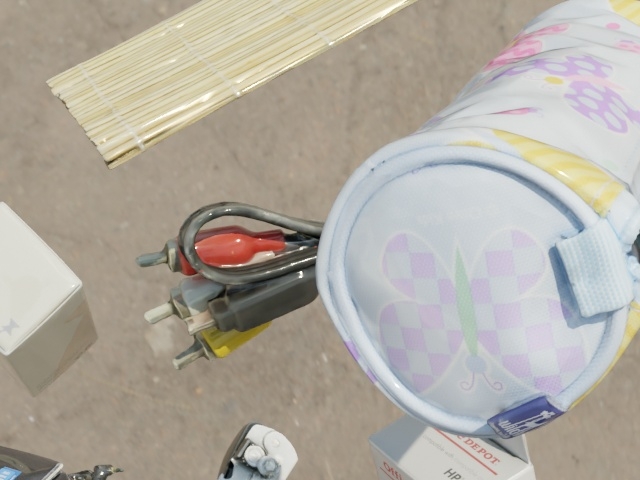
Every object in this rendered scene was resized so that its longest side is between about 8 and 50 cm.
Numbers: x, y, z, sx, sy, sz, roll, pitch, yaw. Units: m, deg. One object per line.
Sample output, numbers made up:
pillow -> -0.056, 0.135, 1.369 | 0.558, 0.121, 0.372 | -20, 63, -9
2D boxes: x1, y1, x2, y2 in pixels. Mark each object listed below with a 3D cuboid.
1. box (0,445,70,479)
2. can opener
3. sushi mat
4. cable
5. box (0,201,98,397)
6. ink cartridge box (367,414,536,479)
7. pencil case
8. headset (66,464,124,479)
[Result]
box -> -0.292, 0.181, 0.633 | 0.307, 0.076, 0.242 | 7, 37, 38
can opener -> -0.123, 0.348, 1.612 | 0.074, 0.093, 0.280 | 38, 62, -10
sushi mat -> -0.022, -0.152, 0.861 | 0.316, 0.019, 0.151 | -30, 32, -11
cable -> 0.000, 0.000, 1.006 | 0.287, 0.139, 0.072 | -21, 32, -11
box -> -0.368, 0.081, 1.612 | 0.148, 0.311, 0.121 | 45, 75, 6
ink cartridge box -> 0.091, 0.175, 0.853 | 0.060, 0.180, 0.104 | -29, 31, -21
pencil case -> 0.098, -0.027, 0.560 | 0.124, 0.113, 0.273 | -31, 6, 29
headset -> -0.109, 0.373, 1.362 | 0.243, 0.394, 0.185 | -48, 37, -8
